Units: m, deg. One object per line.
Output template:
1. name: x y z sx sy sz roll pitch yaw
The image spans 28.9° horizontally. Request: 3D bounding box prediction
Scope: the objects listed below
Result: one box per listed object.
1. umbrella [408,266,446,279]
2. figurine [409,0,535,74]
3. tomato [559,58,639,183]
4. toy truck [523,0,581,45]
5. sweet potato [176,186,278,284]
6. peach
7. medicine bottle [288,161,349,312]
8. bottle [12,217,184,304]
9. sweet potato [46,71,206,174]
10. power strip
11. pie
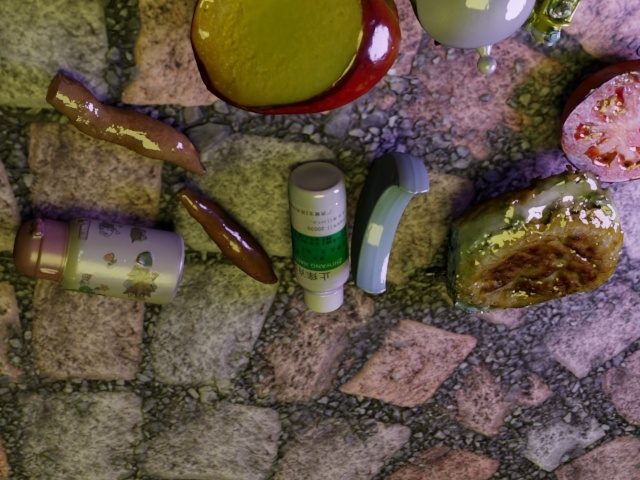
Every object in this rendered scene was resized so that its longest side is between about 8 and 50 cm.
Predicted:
1. umbrella: 0.224 0.049 2.135 0.149 0.022 0.022 -15 173 0
2. figurine: 0.212 -0.411 1.661 0.281 0.167 0.370 -13 127 -21
3. tomato: 0.475 -0.196 1.948 0.225 0.085 0.225 -6 135 -6
4. toy truck: 0.342 -0.335 1.806 0.076 0.077 0.111 10 126 -20
5. sweet potato: -0.146 -0.006 1.979 0.057 0.057 0.264 -33 128 14
6. peach: -0.032 -0.275 1.664 0.275 0.248 0.245 -19 154 14
7. medicine bottle: 0.000 0.000 1.993 0.095 0.095 0.260 -10 130 -5
8. bottle: -0.346 0.026 1.919 0.253 0.120 0.120 10 126 -19
9. sweet potato: -0.271 -0.158 1.821 0.281 0.059 0.067 25 129 -28
10. power strip: 0.099 -0.034 1.939 0.054 0.167 0.253 11 129 -13
11. pie: 0.354 0.020 2.059 0.288 0.103 0.354 -6 144 -6
